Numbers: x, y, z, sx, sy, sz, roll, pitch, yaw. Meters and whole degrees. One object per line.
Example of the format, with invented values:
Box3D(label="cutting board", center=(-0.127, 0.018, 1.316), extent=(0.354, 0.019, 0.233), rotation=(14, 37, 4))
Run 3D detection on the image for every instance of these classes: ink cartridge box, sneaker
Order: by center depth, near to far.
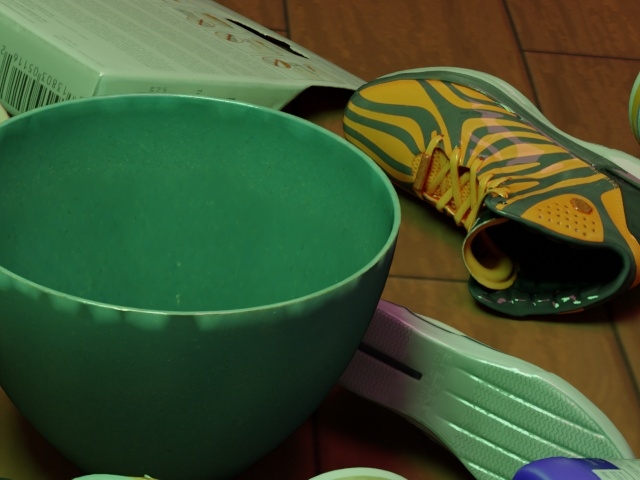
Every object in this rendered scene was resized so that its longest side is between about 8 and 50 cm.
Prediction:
Box3D(label="sneaker", center=(0.116, 0.111, 1.251), extent=(0.258, 0.094, 0.091), rotation=(33, 13, 22))
Box3D(label="sneaker", center=(0.132, -0.044, 1.492), extent=(0.321, 0.125, 0.180), rotation=(22, 31, 24))
Box3D(label="ink cartridge box", center=(-0.166, -0.168, 1.729), extent=(0.385, 0.091, 0.308), rotation=(0, 24, -48))

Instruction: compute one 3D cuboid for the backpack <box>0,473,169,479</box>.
Box3D(label="backpack", center=(-0.060, 0.148, 0.625), extent=(0.182, 0.115, 0.152), rotation=(10, 28, 10))

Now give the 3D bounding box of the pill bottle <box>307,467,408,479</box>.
Box3D(label="pill bottle", center=(0.029, 0.224, 1.004), extent=(0.112, 0.112, 0.187), rotation=(2, 29, -10))

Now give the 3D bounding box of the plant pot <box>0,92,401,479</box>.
Box3D(label="plant pot", center=(-0.102, 0.052, 1.192), extent=(0.290, 0.195, 0.290), rotation=(5, 29, -3))

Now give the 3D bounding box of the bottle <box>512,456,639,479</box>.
Box3D(label="bottle", center=(0.262, 0.187, 1.132), extent=(0.283, 0.092, 0.118), rotation=(2, 12, -17))

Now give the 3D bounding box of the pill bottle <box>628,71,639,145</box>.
Box3D(label="pill bottle", center=(0.389, -0.071, 1.570), extent=(0.152, 0.152, 0.272), rotation=(-2, 30, -17))

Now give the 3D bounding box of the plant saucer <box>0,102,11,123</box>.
Box3D(label="plant saucer", center=(-0.360, -0.063, 1.362), extent=(0.332, 0.084, 0.332), rotation=(16, 39, -13))
